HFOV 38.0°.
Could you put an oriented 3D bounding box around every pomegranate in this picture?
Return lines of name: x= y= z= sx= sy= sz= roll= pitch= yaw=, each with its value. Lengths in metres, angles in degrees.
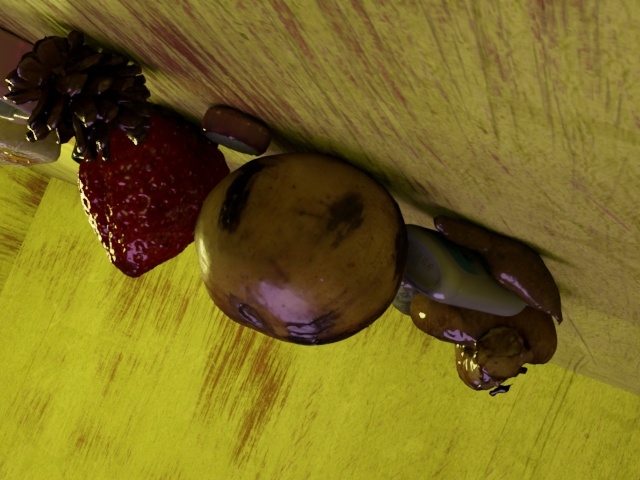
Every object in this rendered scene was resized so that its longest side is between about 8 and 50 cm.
pomegranate: x=-0.029 y=0.011 z=1.373 sx=0.322 sy=0.322 sz=0.322 roll=22 pitch=174 yaw=2

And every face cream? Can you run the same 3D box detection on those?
face cream: x=0.261 y=0.059 z=1.522 sx=0.336 sy=0.080 sz=0.163 roll=14 pitch=-152 yaw=-44

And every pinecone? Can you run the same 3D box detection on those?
pinecone: x=-0.317 y=-0.189 z=1.244 sx=0.195 sy=0.150 sz=0.179 roll=20 pitch=168 yaw=-10

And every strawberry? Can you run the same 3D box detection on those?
strawberry: x=-0.285 y=-0.075 z=1.551 sx=0.257 sy=0.277 sz=0.257 roll=20 pitch=177 yaw=1

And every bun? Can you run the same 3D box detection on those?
bun: x=-0.675 y=-0.248 z=2.006 sx=0.243 sy=0.153 sz=0.244 roll=2 pitch=167 yaw=1

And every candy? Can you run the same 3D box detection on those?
candy: x=-0.120 y=-0.155 z=1.328 sx=0.103 sy=0.043 sz=0.103 roll=22 pitch=174 yaw=2

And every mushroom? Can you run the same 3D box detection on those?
mushroom: x=0.310 y=0.155 z=1.727 sx=0.263 sy=0.195 sz=0.283 roll=18 pitch=-151 yaw=-23

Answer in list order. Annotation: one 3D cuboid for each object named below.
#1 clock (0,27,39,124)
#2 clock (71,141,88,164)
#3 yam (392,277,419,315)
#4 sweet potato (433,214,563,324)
clock: x=-0.566 y=-0.285 z=1.504 sx=0.338 sy=0.102 sz=0.338 roll=21 pitch=175 yaw=2
clock: x=-0.398 y=-0.154 z=2.178 sx=0.386 sy=0.077 sz=0.386 roll=22 pitch=174 yaw=2
yam: x=0.195 y=0.083 z=1.948 sx=0.133 sy=0.133 sz=0.330 roll=21 pitch=172 yaw=11
sweet potato: x=0.287 y=0.030 z=1.423 sx=0.269 sy=0.075 sz=0.075 roll=37 pitch=171 yaw=-12
